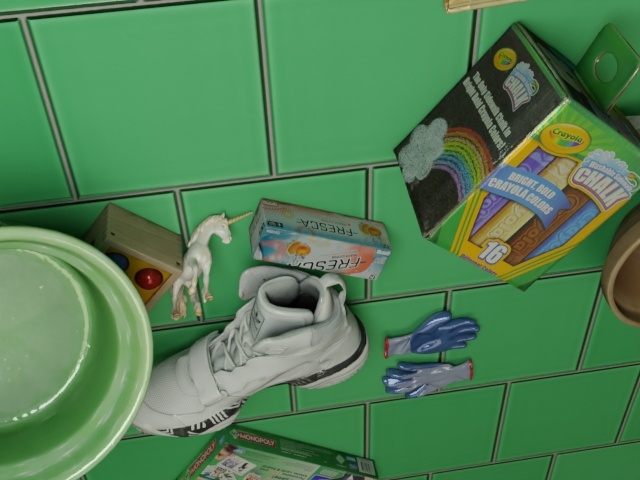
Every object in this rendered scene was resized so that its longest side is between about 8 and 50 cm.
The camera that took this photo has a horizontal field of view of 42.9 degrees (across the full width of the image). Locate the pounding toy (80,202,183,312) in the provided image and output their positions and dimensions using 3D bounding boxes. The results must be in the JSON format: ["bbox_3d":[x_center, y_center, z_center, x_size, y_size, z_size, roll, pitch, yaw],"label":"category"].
[{"bbox_3d":[-0.254,0.054,1.057,0.130,0.100,0.141,27,120,-30],"label":"pounding toy"}]

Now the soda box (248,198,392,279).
[{"bbox_3d":[0.000,0.000,1.087,0.183,0.063,0.058,10,128,-20],"label":"soda box"}]

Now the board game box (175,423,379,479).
[{"bbox_3d":[-0.084,0.440,1.471,0.317,0.046,0.213,22,124,-28],"label":"board game box"}]

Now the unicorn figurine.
[{"bbox_3d":[-0.161,0.034,1.070,0.162,0.111,0.060,-31,142,34],"label":"unicorn figurine"}]

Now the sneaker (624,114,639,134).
[{"bbox_3d":[0.431,-0.117,1.056,0.258,0.094,0.091,-16,157,16],"label":"sneaker"}]

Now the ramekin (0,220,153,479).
[{"bbox_3d":[-0.353,0.121,0.903,0.303,0.148,0.303,-7,105,-29],"label":"ramekin"}]

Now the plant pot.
[{"bbox_3d":[0.505,0.009,1.167,0.237,0.110,0.237,-6,133,-7],"label":"plant pot"}]

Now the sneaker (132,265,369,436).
[{"bbox_3d":[-0.116,0.146,1.122,0.365,0.137,0.210,-17,145,-3],"label":"sneaker"}]

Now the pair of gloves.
[{"bbox_3d":[0.176,0.186,1.316,0.159,0.023,0.198,-11,133,-5],"label":"pair of gloves"}]

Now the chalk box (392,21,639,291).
[{"bbox_3d":[0.258,-0.116,0.959,0.179,0.180,0.289,27,122,-30],"label":"chalk box"}]

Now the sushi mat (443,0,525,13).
[{"bbox_3d":[0.285,-0.337,0.877,0.316,0.019,0.151,-10,131,-3],"label":"sushi mat"}]
